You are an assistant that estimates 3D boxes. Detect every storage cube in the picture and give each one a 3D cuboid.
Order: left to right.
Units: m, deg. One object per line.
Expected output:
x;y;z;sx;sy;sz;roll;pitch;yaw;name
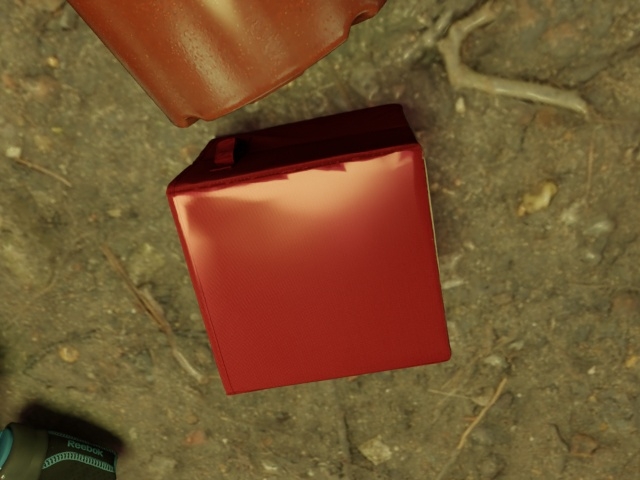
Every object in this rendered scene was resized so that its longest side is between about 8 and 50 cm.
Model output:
0.000;0.000;0.553;0.193;0.183;0.214;-10;111;6;storage cube

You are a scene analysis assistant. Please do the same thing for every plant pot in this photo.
-0.096;-0.243;0.430;0.272;0.272;0.265;-27;116;14;plant pot

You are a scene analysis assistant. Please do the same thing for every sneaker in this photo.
-0.360;0.368;0.761;0.140;0.125;0.340;17;122;-24;sneaker
